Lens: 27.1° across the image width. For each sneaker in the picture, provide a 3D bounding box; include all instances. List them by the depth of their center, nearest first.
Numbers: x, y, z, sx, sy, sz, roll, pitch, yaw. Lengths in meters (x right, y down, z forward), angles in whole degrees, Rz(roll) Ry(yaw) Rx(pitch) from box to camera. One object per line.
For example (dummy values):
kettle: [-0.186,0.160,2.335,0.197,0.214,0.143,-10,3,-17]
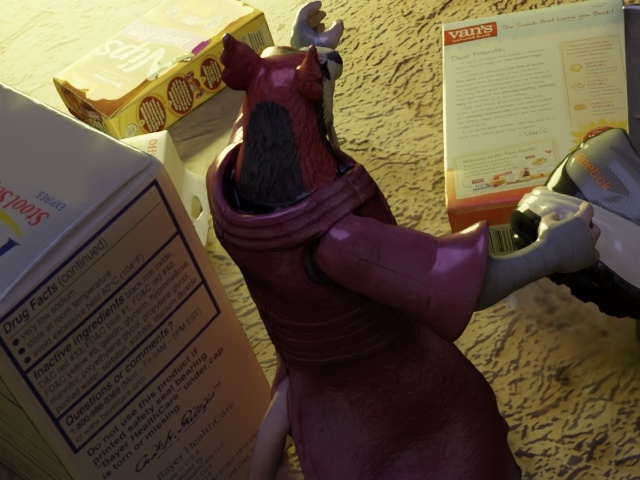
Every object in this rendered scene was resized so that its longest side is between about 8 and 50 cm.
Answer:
sneaker: [0.254,0.029,0.822,0.271,0.100,0.108,37,77,6]

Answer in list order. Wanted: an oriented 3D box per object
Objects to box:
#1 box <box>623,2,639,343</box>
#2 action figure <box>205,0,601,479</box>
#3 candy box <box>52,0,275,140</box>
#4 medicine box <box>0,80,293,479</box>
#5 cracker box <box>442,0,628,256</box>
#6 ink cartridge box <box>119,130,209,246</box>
box: [0.299,-0.048,0.882,0.183,0.231,0.056,-1,2,18]
action figure: [-0.004,0.029,0.792,0.276,0.370,0.248,-40,44,-15]
candy box: [-0.149,-0.170,1.273,0.187,0.053,0.109,-39,47,-18]
medicine box: [-0.190,0.049,0.896,0.263,0.289,0.149,26,60,37]
cracker box: [0.180,-0.093,1.067,0.156,0.067,0.232,-7,46,12]
ink cartridge box: [-0.165,-0.023,1.104,0.143,0.090,0.092,-11,44,10]
